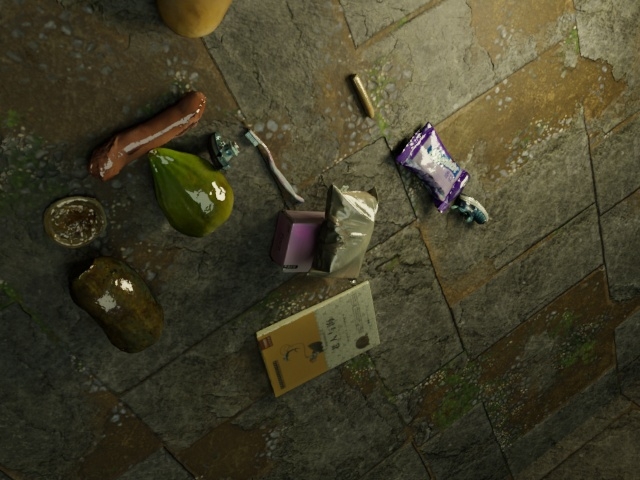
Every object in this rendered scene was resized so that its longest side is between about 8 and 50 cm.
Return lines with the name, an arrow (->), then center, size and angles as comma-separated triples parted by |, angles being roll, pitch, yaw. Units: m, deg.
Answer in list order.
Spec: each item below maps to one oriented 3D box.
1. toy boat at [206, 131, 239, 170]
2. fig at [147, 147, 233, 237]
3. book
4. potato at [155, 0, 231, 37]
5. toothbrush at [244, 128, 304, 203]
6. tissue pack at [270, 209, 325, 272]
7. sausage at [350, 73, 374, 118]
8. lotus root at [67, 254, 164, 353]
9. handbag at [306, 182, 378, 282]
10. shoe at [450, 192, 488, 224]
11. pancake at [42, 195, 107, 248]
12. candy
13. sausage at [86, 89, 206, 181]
toy boat -> -0.221, -0.206, 1.478 | 0.066, 0.140, 0.059 | -28, 129, 7
fig -> -0.305, -0.122, 1.482 | 0.167, 0.167, 0.233 | -35, 104, -8
book -> 0.002, 0.303, 1.976 | 0.389, 0.032, 0.269 | -25, 126, -16
potato -> -0.246, -0.523, 1.289 | 0.150, 0.146, 0.233 | 21, 109, -6
toothbrush -> -0.112, -0.182, 1.632 | 0.027, 0.021, 0.269 | -33, 129, 6
tissue pack -> 0.000, 0.000, 1.757 | 0.246, 0.092, 0.148 | 0, 114, -29
sausage -> 0.111, -0.368, 1.650 | 0.024, 0.024, 0.132 | -37, 128, -6
lotus root -> -0.477, 0.149, 1.527 | 0.152, 0.160, 0.275 | -32, 129, 3
handbag -> 0.055, -0.016, 1.652 | 0.183, 0.117, 0.270 | 0, 108, -43
shoe -> 0.467, -0.087, 1.996 | 0.143, 0.064, 0.071 | 36, 95, -37
pancake -> -0.555, -0.041, 1.457 | 0.140, 0.022, 0.139 | -14, 124, -22
candy -> 0.328, -0.206, 1.843 | 0.145, 0.070, 0.275 | -50, 125, -4
sausage -> -0.379, -0.231, 1.415 | 0.304, 0.078, 0.078 | -35, 129, -12
